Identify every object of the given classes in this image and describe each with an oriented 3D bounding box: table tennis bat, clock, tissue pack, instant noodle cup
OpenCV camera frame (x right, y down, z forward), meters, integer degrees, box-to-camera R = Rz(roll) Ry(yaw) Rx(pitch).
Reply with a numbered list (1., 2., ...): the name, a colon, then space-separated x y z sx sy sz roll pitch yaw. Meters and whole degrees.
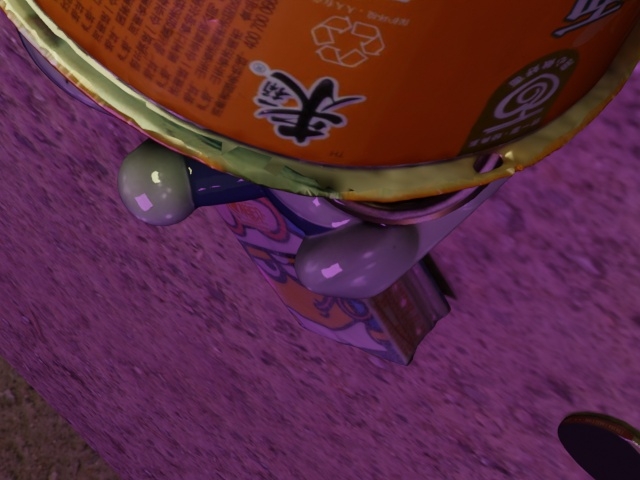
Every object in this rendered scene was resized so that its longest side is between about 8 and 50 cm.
1. table tennis bat: 0.203 0.142 0.880 0.087 0.013 0.156 48 160 -13
2. clock: -0.030 -0.092 0.634 0.243 0.199 0.146 42 -162 -8
3. tissue pack: 0.000 0.000 0.894 0.115 0.065 0.155 15 147 50
4. instant noodle cup: 0.024 -0.151 0.350 0.230 0.230 0.182 41 151 4
